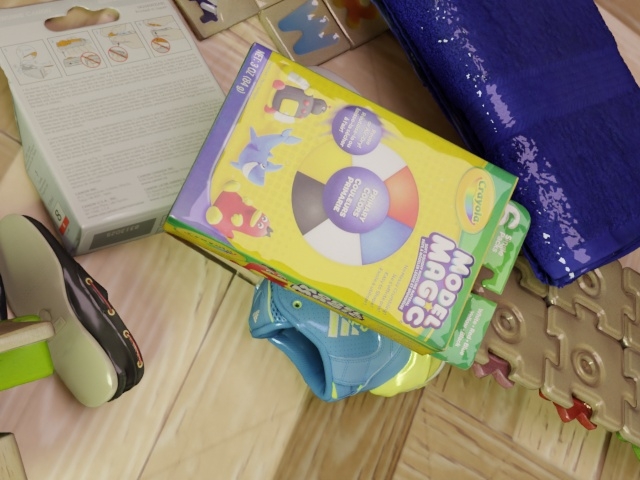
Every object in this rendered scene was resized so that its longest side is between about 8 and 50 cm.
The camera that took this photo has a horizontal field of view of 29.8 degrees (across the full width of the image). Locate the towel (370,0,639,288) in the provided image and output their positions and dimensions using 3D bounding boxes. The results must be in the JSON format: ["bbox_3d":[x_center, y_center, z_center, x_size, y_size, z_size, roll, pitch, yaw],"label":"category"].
[{"bbox_3d":[0.163,-0.123,0.942,0.228,0.076,0.308,-21,81,-47],"label":"towel"}]

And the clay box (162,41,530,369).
[{"bbox_3d":[0.027,-0.018,0.768,0.222,0.053,0.127,26,77,-7],"label":"clay box"}]

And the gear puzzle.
[{"bbox_3d":[0.230,0.088,0.947,0.339,0.044,0.175,29,49,-23],"label":"gear puzzle"}]

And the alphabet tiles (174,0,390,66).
[{"bbox_3d":[-0.012,-0.294,0.961,0.342,0.011,0.285,-33,90,-33],"label":"alphabet tiles"}]

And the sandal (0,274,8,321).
[{"bbox_3d":[-0.223,0.093,0.685,0.097,0.054,0.254,3,72,-28],"label":"sandal"}]

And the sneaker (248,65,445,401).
[{"bbox_3d":[0.000,0.000,0.820,0.126,0.091,0.240,-20,85,-32],"label":"sneaker"}]

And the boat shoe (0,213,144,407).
[{"bbox_3d":[-0.158,0.041,0.749,0.133,0.049,0.042,57,29,7],"label":"boat shoe"}]

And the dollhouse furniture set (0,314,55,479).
[{"bbox_3d":[-0.180,0.202,0.583,0.198,0.151,0.301,-16,92,-30],"label":"dollhouse furniture set"}]

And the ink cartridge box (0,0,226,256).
[{"bbox_3d":[-0.138,-0.086,0.815,0.145,0.045,0.179,-18,64,-32],"label":"ink cartridge box"}]
